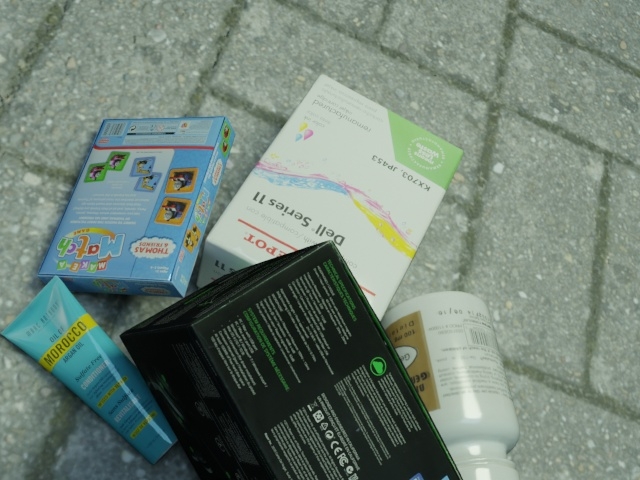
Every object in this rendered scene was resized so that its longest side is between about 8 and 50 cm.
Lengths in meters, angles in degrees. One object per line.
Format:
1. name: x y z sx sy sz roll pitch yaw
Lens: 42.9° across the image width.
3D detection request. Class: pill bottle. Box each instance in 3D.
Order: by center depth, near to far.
1. pill bottle: 0.143 0.182 0.882 0.131 0.131 0.229 6 54 -20

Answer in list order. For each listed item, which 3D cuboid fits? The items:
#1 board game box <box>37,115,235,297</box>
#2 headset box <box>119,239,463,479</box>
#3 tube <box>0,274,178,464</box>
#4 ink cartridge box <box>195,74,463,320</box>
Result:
1. board game box: -0.194 -0.042 0.880 0.160 0.039 0.212 2 57 19
2. headset box: -0.040 0.152 0.711 0.131 0.283 0.246 -31 94 -26
3. tube: -0.222 0.135 0.822 0.207 0.052 0.080 43 82 4
4. ink cartridge box: 0.000 0.000 0.927 0.207 0.119 0.353 28 58 2
